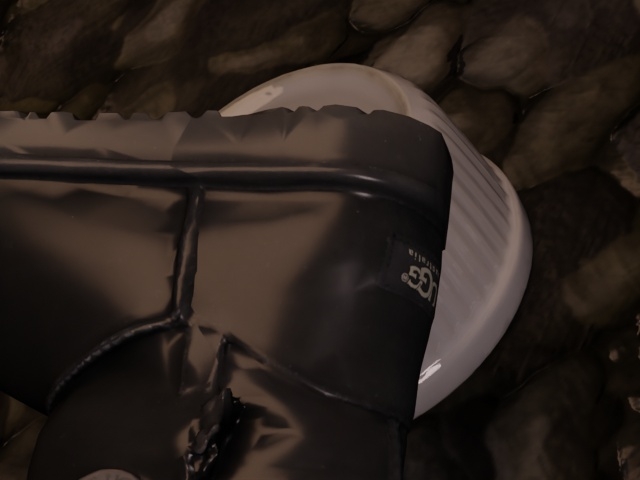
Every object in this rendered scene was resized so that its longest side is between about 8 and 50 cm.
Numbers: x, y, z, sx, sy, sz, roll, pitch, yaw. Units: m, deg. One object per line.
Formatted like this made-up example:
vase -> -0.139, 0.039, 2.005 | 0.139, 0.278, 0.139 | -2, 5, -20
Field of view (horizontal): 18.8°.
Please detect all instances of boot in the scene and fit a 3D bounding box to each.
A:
boot -> -0.130, 0.167, 0.860 | 0.367, 0.146, 0.445 | -5, 66, 30

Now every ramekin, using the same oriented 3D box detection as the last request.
ramekin -> 0.000, 0.000, 1.045 | 0.207, 0.109, 0.207 | -21, 41, 19
